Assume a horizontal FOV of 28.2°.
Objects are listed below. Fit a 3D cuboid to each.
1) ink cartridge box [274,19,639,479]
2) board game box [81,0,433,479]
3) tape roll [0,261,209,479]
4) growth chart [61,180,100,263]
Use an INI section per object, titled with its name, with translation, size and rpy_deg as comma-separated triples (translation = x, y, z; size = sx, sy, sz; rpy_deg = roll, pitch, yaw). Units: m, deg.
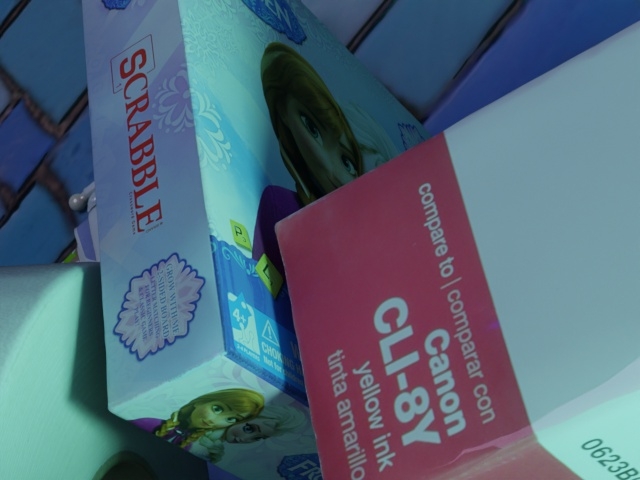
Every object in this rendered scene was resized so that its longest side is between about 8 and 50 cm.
[ink cartridge box]
translation = 0.221, 0.024, 0.540
size = 0.385, 0.279, 0.160
rpy_deg = -29, 49, 22
[board game box]
translation = 0.000, 0.000, 0.704
size = 0.066, 0.319, 0.318
rpy_deg = -28, 51, 21
[tape roll]
translation = -0.123, 0.203, 0.590
size = 0.072, 0.392, 0.392
rpy_deg = -3, 60, 8
[growth chart]
translation = -0.148, 0.015, 1.018
size = 0.172, 0.021, 0.237
rpy_deg = -31, 49, 21
